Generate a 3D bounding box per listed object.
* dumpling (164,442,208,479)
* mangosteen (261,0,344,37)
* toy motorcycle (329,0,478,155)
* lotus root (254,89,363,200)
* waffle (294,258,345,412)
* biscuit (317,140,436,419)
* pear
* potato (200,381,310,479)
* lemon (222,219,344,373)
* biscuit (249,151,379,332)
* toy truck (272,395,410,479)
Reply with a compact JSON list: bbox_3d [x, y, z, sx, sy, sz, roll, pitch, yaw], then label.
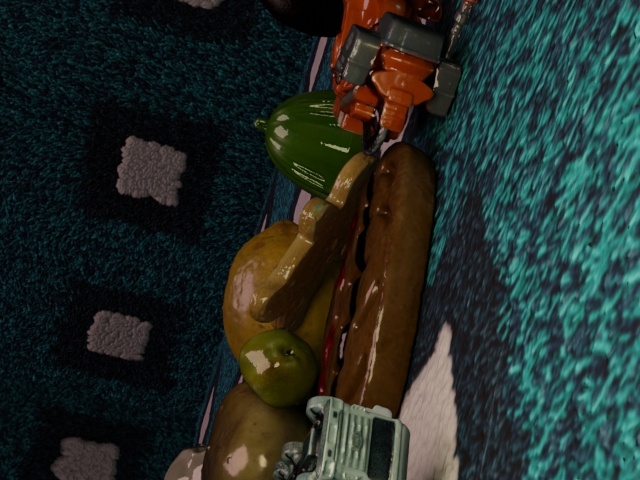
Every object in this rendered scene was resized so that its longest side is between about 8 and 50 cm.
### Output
[{"bbox_3d":[-0.145,0.429,1.788,0.175,0.243,0.227,-26,58,28],"label":"dumpling"},{"bbox_3d":[0.007,-0.436,1.676,0.233,0.288,0.287,32,109,56],"label":"mangosteen"},{"bbox_3d":[0.073,-0.225,1.303,0.325,0.148,0.221,-110,37,-68],"label":"toy motorcycle"},{"bbox_3d":[-0.020,-0.159,1.789,0.186,0.186,0.186,-166,90,-83],"label":"lotus root"},{"bbox_3d":[-0.022,0.121,1.691,0.281,0.058,0.300,175,108,-83],"label":"waffle"},{"bbox_3d":[0.043,0.081,1.244,0.314,0.063,0.367,122,160,-65],"label":"biscuit"},{"bbox_3d":[-0.044,0.142,1.313,0.097,0.092,0.092,166,118,-75],"label":"pear"},{"bbox_3d":[-0.078,0.275,1.463,0.296,0.141,0.191,-103,13,-83],"label":"potato"},{"bbox_3d":[-0.043,0.079,1.483,0.170,0.170,0.207,-142,59,-82],"label":"lemon"},{"bbox_3d":[0.000,0.000,1.346,0.234,0.030,0.153,-59,-19,-5],"label":"biscuit"},{"bbox_3d":[0.025,0.197,0.918,0.177,0.115,0.080,112,170,-54],"label":"toy truck"}]
